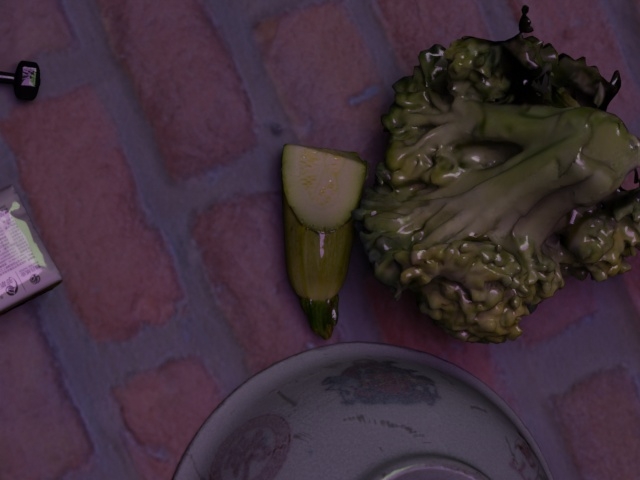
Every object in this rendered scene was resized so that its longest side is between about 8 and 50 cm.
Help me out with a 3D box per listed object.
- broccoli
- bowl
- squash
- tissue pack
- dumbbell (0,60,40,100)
[{"bbox_3d":[0.193,-0.068,1.587,0.348,0.281,0.293,-30,95,-33],"label":"broccoli"},{"bbox_3d":[0.074,0.300,1.537,0.435,0.196,0.435,3,80,-16],"label":"bowl"},{"bbox_3d":[0.001,-0.002,1.633,0.090,0.075,0.200,5,79,-25],"label":"squash"},{"bbox_3d":[-0.334,0.031,1.513,0.149,0.099,0.106,-28,91,-20],"label":"tissue pack"},{"bbox_3d":[-0.316,-0.160,1.587,0.083,0.040,0.036,6,110,-15],"label":"dumbbell"}]
